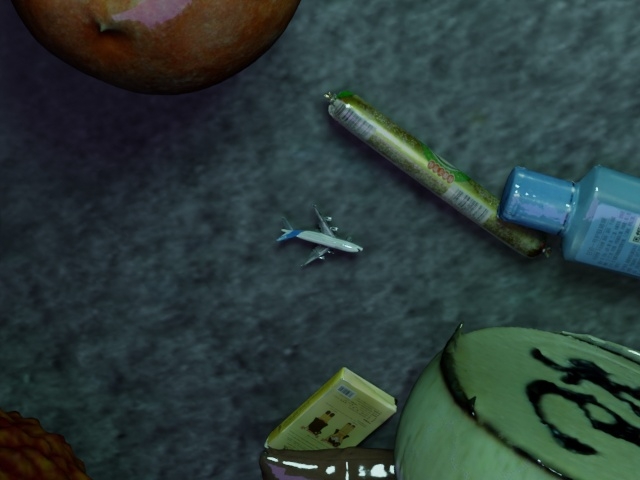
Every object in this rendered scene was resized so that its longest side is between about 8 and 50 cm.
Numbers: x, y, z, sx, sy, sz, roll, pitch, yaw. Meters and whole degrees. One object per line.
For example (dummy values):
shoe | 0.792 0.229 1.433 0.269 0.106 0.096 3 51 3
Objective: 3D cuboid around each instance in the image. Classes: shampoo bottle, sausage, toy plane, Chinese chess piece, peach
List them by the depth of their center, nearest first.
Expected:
peach | -0.131 -0.232 1.276 0.252 0.252 0.252 6 129 7
shampoo bottle | 0.291 -0.010 1.479 0.258 0.061 0.104 16 130 -2
Chinese chess piece | 0.240 0.211 1.486 0.349 0.349 0.146 19 111 -4
sausage | 0.110 -0.059 1.495 0.269 0.033 0.033 34 127 -16
toy plane | -0.001 -0.002 1.569 0.084 0.024 0.078 8 129 -3

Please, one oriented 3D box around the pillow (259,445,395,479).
pillow | 0.087 0.329 1.758 0.307 0.108 0.305 2 132 5

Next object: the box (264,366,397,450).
box | 0.010 0.196 1.729 0.073 0.020 0.149 34 127 -17

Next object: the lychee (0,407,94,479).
lychee | -0.401 0.373 1.700 0.500 0.425 0.425 28 129 0
